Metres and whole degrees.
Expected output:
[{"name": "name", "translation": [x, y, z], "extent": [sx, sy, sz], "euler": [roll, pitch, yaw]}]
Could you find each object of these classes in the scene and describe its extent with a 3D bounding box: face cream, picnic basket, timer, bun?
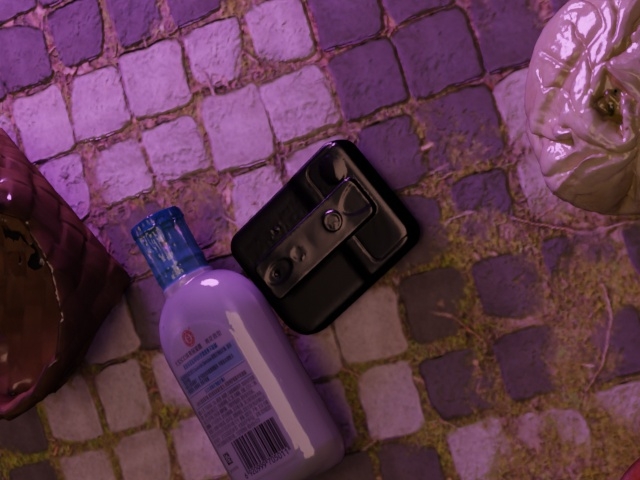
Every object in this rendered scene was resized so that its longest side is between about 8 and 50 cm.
[{"name": "face cream", "translation": [-0.103, 0.120, 1.679], "extent": [0.163, 0.080, 0.337], "euler": [-37, 79, 42]}, {"name": "picnic basket", "translation": [-0.427, 0.048, 1.711], "extent": [0.337, 0.337, 0.293], "euler": [47, 113, 14]}, {"name": "timer", "translation": [0.000, 0.000, 1.634], "extent": [0.187, 0.055, 0.144], "euler": [-44, 77, 25]}, {"name": "bun", "translation": [0.286, -0.128, 1.428], "extent": [0.229, 0.145, 0.229], "euler": [5, 102, 26]}]

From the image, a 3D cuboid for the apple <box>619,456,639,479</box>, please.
[{"name": "apple", "translation": [0.357, 0.299, 1.410], "extent": [0.253, 0.253, 0.254], "euler": [3, 98, 26]}]
